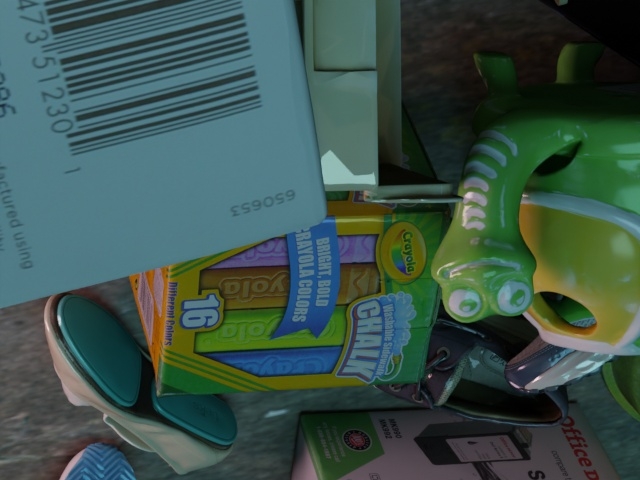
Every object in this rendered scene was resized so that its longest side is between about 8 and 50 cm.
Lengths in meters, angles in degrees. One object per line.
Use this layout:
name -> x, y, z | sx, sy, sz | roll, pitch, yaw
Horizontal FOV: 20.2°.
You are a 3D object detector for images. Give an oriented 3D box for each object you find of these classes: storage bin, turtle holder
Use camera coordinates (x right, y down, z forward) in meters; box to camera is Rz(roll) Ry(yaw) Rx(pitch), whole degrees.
storage bin -> 0.019, -0.165, 1.245 | 0.123, 0.260, 0.262 | -1, 96, -8
turtle holder -> 0.231, -0.028, 1.388 | 0.243, 0.320, 0.228 | 4, 103, 13

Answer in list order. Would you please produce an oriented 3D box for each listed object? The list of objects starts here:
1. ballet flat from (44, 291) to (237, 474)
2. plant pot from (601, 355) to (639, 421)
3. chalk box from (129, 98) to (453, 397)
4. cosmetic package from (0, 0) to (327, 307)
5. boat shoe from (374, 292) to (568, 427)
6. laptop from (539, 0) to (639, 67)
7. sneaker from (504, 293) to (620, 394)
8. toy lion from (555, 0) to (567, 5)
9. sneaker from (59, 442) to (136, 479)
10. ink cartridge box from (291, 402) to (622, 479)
ballet flat -> -0.176, 0.134, 1.584 | 0.086, 0.086, 0.248 | -38, 126, 13
plant pot -> 0.424, 0.151, 1.637 | 0.276, 0.254, 0.276 | -7, 127, -9
chalk box -> 0.000, 0.000, 1.466 | 0.288, 0.180, 0.179 | -3, 126, -14
cosmetic package -> -0.212, -0.201, 1.070 | 0.327, 0.394, 0.329 | -15, 127, -5
boat shoe -> 0.105, 0.106, 1.621 | 0.285, 0.092, 0.103 | 17, 119, -25
laptop -> 0.466, -0.244, 1.431 | 0.382, 0.236, 0.408 | 27, 102, -30
sneaker -> 0.257, 0.018, 1.587 | 0.283, 0.110, 0.122 | -43, 92, 0
toy lion -> 0.183, -0.247, 1.388 | 0.034, 0.100, 0.096 | -15, 146, -1
sneaker -> -0.219, 0.294, 1.682 | 0.087, 0.092, 0.229 | 3, 105, -14
ink cartridge box -> 0.134, 0.261, 1.669 | 0.289, 0.211, 0.122 | -2, 124, -15
